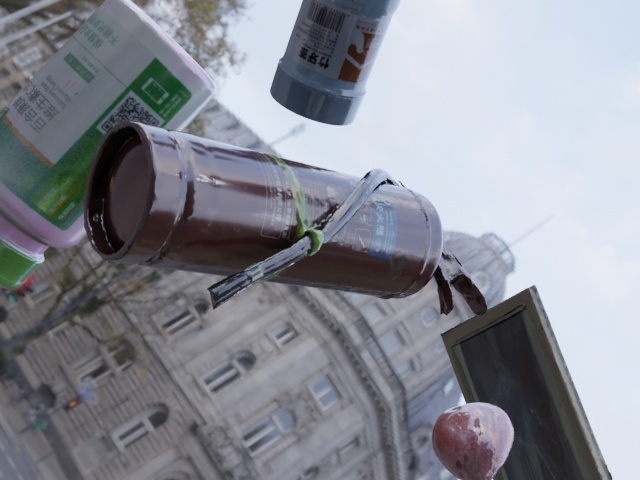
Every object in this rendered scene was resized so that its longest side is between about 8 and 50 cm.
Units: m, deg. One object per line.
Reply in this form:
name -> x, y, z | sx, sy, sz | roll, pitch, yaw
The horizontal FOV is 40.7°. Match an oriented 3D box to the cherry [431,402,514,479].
cherry -> 0.197, 0.252, 1.098 | 0.087, 0.106, 0.126 | 63, -4, -2

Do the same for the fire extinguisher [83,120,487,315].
fire extinguisher -> 0.000, 0.000, 0.660 | 0.105, 0.341, 0.141 | -37, -125, 40

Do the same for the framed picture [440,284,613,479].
framed picture -> 0.371, 0.333, 1.545 | 0.326, 0.028, 0.446 | -48, -122, 61

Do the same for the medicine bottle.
medicine bottle -> -0.233, -0.086, 0.802 | 0.133, 0.274, 0.133 | 42, -1, 0

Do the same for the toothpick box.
toothpick box -> 0.016, -0.211, 0.914 | 0.101, 0.101, 0.153 | 44, -56, 37
